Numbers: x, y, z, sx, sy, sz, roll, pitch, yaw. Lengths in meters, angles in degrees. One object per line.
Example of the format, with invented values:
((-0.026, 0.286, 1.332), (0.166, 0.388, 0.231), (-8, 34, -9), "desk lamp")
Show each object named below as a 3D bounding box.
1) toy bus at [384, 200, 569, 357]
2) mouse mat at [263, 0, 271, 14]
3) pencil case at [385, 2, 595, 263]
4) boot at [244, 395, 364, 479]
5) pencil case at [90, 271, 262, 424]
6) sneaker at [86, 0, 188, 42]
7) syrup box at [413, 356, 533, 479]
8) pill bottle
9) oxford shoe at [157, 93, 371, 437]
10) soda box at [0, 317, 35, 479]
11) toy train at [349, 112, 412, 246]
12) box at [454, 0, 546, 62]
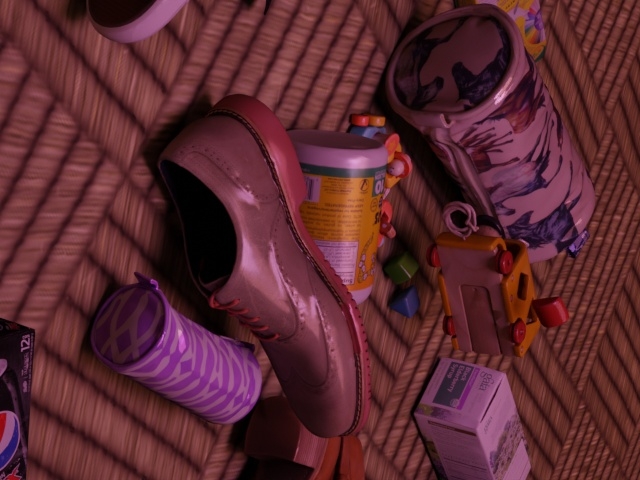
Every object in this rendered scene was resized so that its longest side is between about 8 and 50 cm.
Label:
((0.195, 0.037, 1.858), (0.202, 0.191, 0.104), (-48, -177, 45), "toy bus")
((-0.024, -0.305, 1.431), (0.189, 0.007, 0.152), (101, 6, -71), "mouse mat")
((0.206, -0.112, 1.869), (0.410, 0.160, 0.183), (50, 48, -57), "pencil case")
((-0.041, 0.311, 1.702), (0.220, 0.109, 0.283), (39, 61, -63), "boot")
((-0.125, 0.105, 1.451), (0.088, 0.086, 0.206), (-61, 150, -6), "pencil case")
((-0.090, -0.261, 1.328), (0.290, 0.106, 0.123), (-64, 147, -24), "sneaker")
((0.205, 0.262, 2.099), (0.093, 0.096, 0.237), (-61, 148, -29), "syrup box")
((0.000, 0.000, 1.596), (0.117, 0.117, 0.208), (-15, 115, -58), "pill bottle")
((-0.061, 0.047, 1.475), (0.130, 0.123, 0.348), (-35, 109, -40), "oxford shoe")
((-0.266, 0.146, 1.247), (0.053, 0.060, 0.169), (-16, 116, -54), "soda box")
((0.063, -0.064, 1.752), (0.125, 0.046, 0.166), (-63, 149, -23), "toy train")
((0.220, -0.264, 1.922), (0.105, 0.043, 0.179), (-42, 138, -21), "box")
